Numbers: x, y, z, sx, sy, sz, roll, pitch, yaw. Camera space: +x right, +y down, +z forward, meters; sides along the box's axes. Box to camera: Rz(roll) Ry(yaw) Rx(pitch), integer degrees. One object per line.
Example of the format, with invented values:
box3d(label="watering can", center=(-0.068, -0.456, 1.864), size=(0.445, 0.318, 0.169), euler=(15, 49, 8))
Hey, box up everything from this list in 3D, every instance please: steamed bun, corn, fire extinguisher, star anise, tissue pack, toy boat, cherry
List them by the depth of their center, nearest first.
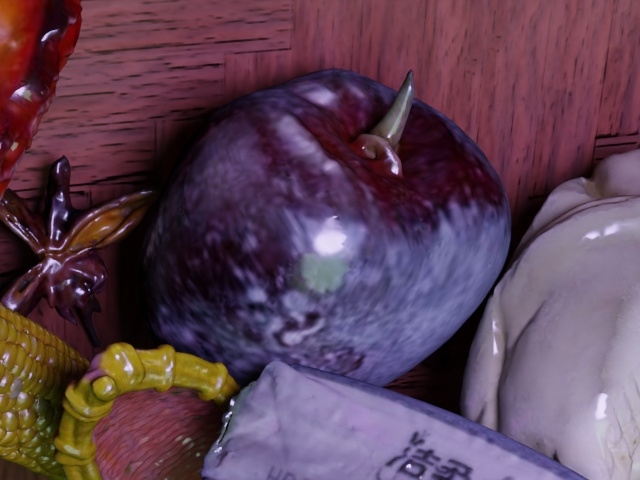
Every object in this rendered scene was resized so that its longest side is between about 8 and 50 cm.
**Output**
box3d(label="corn", center=(-0.218, 0.094, 1.336), size=(0.102, 0.102, 0.313), euler=(-42, 145, 11))
box3d(label="toy boat", center=(-0.103, 0.152, 1.344), size=(0.141, 0.099, 0.318), euler=(-33, 139, -7))
box3d(label="tissue pack", center=(0.106, 0.255, 1.377), size=(0.124, 0.288, 0.394), euler=(-59, 151, -22))
box3d(label="cherry", center=(0.000, 0.000, 1.390), size=(0.255, 0.218, 0.296), euler=(-13, 151, -43))
box3d(label="star anise", center=(-0.192, 0.010, 1.440), size=(0.158, 0.144, 0.140), euler=(0, 88, -4))
box3d(label="steamed bun", center=(0.235, 0.099, 1.500), size=(0.394, 0.237, 0.346), euler=(-8, 103, -46))
box3d(label="fire extinguisher", center=(0.056, 0.080, 1.583), size=(0.100, 0.032, 0.046), euler=(31, 142, -32))

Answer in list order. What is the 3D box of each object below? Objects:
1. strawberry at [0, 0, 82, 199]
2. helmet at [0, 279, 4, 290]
box3d(label="strawberry", center=(-0.259, -0.094, 1.236), size=(0.253, 0.280, 0.150), euler=(-28, 165, -18))
box3d(label="helmet", center=(-0.315, 0.092, 1.399), size=(0.204, 0.137, 0.257), euler=(-18, 125, -6))
